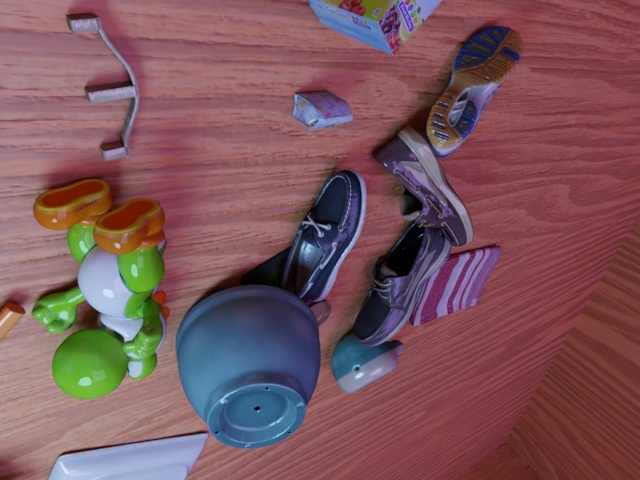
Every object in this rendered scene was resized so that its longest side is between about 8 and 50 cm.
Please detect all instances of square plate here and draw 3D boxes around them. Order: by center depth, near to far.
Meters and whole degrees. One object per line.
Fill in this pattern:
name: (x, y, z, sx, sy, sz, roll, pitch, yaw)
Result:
square plate: (-0.459, 0.595, 1.061, 0.344, 0.049, 0.347, 13, 112, -45)

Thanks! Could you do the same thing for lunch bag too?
lunch bag: (0.003, -0.215, 0.791, 0.071, 0.083, 0.053, -18, 131, -31)

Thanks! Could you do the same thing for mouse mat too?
mouse mat: (-0.073, 0.081, 1.019, 0.190, 0.007, 0.152, -32, 137, -18)

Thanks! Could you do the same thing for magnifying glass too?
magnifying glass: (-0.522, 0.183, 0.693, 0.231, 0.026, 0.092, -48, 141, 3)

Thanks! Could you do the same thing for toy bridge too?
toy bridge: (-0.272, -0.194, 0.616, 0.063, 0.026, 0.188, -22, 133, -28)

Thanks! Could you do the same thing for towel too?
towel: (0.422, 0.139, 1.466, 0.329, 0.037, 0.237, -9, 126, -36)

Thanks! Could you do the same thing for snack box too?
snack box: (0.105, -0.388, 0.673, 0.207, 0.174, 0.070, -49, 143, 0)

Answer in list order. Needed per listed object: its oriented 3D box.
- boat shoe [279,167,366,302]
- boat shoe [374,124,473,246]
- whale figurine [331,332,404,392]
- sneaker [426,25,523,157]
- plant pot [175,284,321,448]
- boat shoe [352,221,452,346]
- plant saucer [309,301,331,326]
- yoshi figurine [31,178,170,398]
boat shoe: (0.000, 0.000, 0.931, 0.091, 0.114, 0.302, -3, 118, -43)
boat shoe: (0.228, -0.091, 1.044, 0.123, 0.123, 0.342, -37, 128, 4)
whale figurine: (0.126, 0.320, 1.304, 0.216, 0.141, 0.272, -34, 164, 14)
sneaker: (0.307, -0.308, 0.985, 0.296, 0.112, 0.131, -54, 169, -5)
plant pot: (-0.127, 0.259, 0.893, 0.293, 0.196, 0.293, -7, 123, -10)
boat shoe: (0.179, 0.097, 1.174, 0.130, 0.132, 0.355, 35, 87, -39)
plant saucer: (-0.011, 0.178, 1.140, 0.083, 0.015, 0.083, -23, 134, -26)
yoshi figurine: (-0.326, 0.108, 0.700, 0.203, 0.203, 0.362, -6, 128, -19)
